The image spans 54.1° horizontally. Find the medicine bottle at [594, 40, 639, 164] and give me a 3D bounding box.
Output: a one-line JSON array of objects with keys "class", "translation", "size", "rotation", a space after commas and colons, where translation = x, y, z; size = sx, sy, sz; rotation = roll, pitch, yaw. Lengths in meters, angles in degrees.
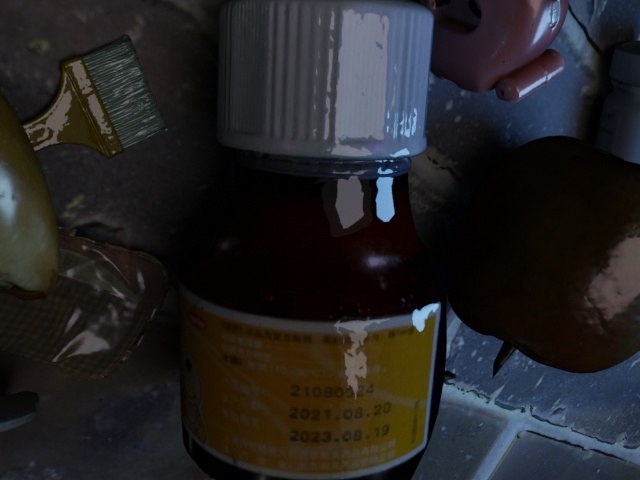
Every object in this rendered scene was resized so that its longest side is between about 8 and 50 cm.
[{"class": "medicine bottle", "translation": [0.436, -0.176, 0.848], "size": [0.105, 0.105, 0.168], "rotation": [-20, 124, -28]}]

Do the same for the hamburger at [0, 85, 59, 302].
[{"class": "hamburger", "translation": [-0.243, -0.057, 0.348], "size": [0.144, 0.157, 0.283], "rotation": [-47, 123, -28]}]

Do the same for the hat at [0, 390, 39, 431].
[{"class": "hat", "translation": [-0.348, 0.131, 0.414], "size": [0.258, 0.168, 0.301], "rotation": [-42, 161, 19]}]

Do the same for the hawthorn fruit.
[{"class": "hawthorn fruit", "translation": [0.279, 0.035, 0.750], "size": [0.268, 0.268, 0.301], "rotation": [31, 97, -43]}]

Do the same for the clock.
[{"class": "clock", "translation": [0.146, -0.224, 0.567], "size": [0.093, 0.166, 0.162], "rotation": [-29, 135, -21]}]

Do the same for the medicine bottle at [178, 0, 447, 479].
[{"class": "medicine bottle", "translation": [0.000, 0.000, 0.539], "size": [0.243, 0.242, 0.395], "rotation": [-4, 103, -36]}]

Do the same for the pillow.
[{"class": "pillow", "translation": [-0.228, 0.044, 0.513], "size": [0.211, 0.034, 0.135], "rotation": [26, 93, -44]}]

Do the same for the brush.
[{"class": "brush", "translation": [-0.220, -0.077, 0.469], "size": [0.205, 0.011, 0.083], "rotation": [-30, 130, -20]}]

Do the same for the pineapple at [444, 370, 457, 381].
[{"class": "pineapple", "translation": [0.053, 0.225, 0.772], "size": [0.248, 0.128, 0.128], "rotation": [-43, 132, -17]}]
